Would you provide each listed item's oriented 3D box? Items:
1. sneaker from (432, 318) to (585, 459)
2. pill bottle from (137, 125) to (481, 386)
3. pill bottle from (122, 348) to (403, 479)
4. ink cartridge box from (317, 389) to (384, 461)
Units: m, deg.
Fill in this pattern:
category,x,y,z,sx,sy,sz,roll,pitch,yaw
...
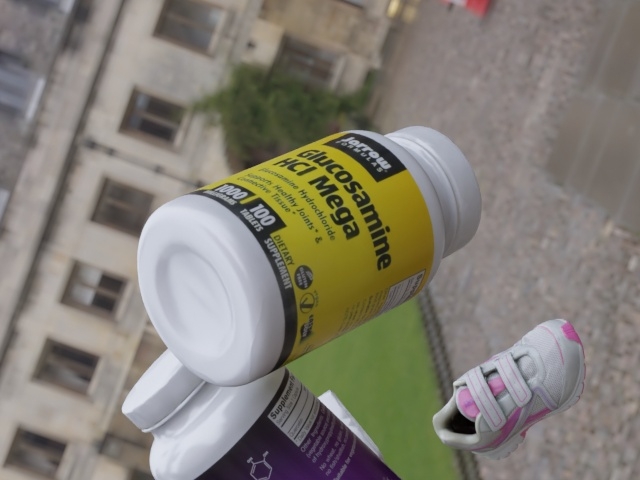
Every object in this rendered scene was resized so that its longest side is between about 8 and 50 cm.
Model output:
category,x,y,z,sx,sy,sz,roll,pitch,yaw
sneaker,0.232,0.193,1.961,0.252,0.111,0.103,-55,50,35
pill bottle,0.000,0.000,1.559,0.334,0.188,0.188,-25,-30,-39
pill bottle,-0.052,0.244,1.667,0.181,0.323,0.181,-43,12,11
ink cartridge box,-0.062,0.337,2.011,0.278,0.117,0.201,-32,-23,-12
